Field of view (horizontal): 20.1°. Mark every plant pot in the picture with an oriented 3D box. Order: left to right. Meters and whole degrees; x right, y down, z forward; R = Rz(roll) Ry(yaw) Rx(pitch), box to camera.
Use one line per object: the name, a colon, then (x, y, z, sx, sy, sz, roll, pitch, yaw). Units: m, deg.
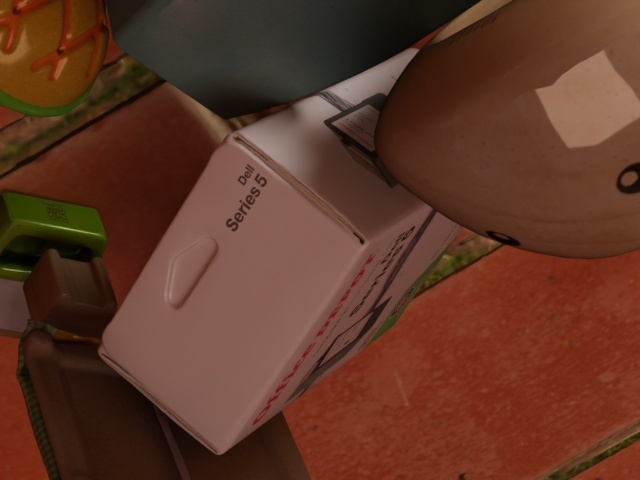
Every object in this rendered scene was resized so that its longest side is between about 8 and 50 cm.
plant pot: (-0.015, -0.196, 1.107, 0.234, 0.165, 0.166, -37, 134, 23)

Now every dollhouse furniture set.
dollhouse furniture set: (-0.141, 0.129, 1.252, 0.198, 0.301, 0.151, 11, 124, -32)

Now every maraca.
maraca: (-0.202, -0.152, 1.101, 0.099, 0.127, 0.186, -19, 136, 36)

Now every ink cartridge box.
ink cartridge box: (0.000, 0.000, 1.221, 0.198, 0.115, 0.273, -57, 167, 30)

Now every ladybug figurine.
ladybug figurine: (0.213, -0.126, 1.106, 0.305, 0.449, 0.162, -27, 100, 46)
